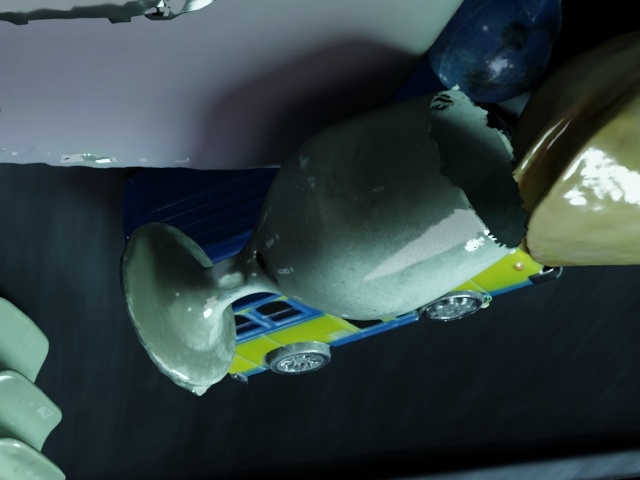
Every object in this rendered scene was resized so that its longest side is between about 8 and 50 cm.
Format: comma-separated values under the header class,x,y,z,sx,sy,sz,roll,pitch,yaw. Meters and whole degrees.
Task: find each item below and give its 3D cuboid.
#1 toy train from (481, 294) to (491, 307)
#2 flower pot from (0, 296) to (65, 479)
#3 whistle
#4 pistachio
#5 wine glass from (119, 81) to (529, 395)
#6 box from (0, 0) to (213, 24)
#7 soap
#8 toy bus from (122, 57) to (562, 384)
class,x,y,z,sx,sy,sz,roll,pitch,yaw
toy train,0.109,0.042,1.360,0.103,0.044,0.064,7,153,-25
flower pot,-0.400,0.191,1.257,0.367,0.254,0.164,-13,154,11
whistle,0.106,-0.138,0.952,0.090,0.090,0.158,-12,154,5
pistachio,0.211,-0.056,1.013,0.260,0.163,0.213,-15,137,-39
wine glass,0.000,0.000,0.926,0.241,0.126,0.126,-24,150,26
box,-0.187,-0.241,0.518,0.359,0.091,0.350,-2,124,-10
soap,-0.067,-0.149,0.847,0.285,0.107,0.296,3,152,-23
toy bus,0.016,-0.008,1.121,0.287,0.138,0.175,-20,153,21
